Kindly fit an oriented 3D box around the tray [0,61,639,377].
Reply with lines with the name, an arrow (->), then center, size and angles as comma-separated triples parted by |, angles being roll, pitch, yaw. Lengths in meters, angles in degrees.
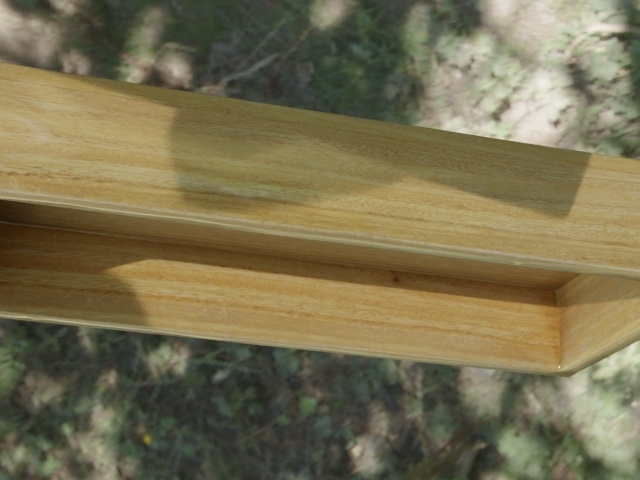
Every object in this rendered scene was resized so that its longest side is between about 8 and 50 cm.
tray -> 0.000, 0.000, 0.767 | 0.203, 0.411, 0.076 | 132, 143, -64
